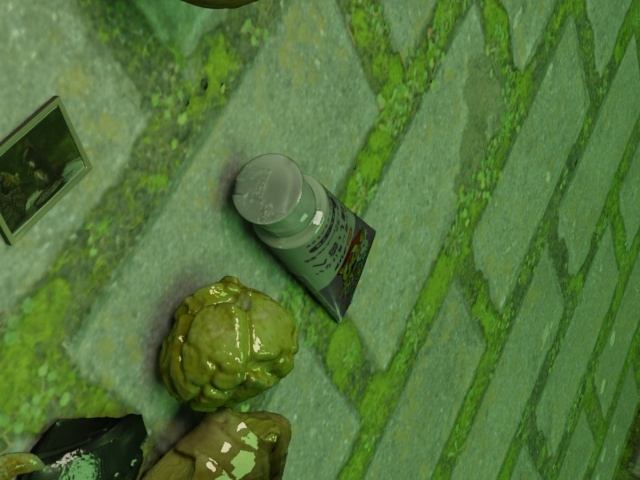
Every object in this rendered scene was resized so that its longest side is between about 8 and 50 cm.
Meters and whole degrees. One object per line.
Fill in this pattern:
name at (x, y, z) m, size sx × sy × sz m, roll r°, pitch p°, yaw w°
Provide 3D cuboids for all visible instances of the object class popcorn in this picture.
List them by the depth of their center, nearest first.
popcorn at (-0.080, 0.087, 0.839) m, size 0.120 × 0.116 × 0.106 m, roll -25°, pitch 96°, yaw -6°

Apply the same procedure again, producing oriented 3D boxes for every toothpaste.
toothpaste at (0.000, 0.000, 0.974) m, size 0.114 × 0.073 × 0.299 m, roll -70°, pitch 157°, yaw -11°

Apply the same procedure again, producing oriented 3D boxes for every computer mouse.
computer mouse at (-0.172, 0.176, 0.765) m, size 0.135 × 0.047 × 0.079 m, roll -7°, pitch 108°, yaw -60°

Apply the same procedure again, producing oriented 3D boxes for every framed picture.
framed picture at (-0.196, -0.048, 0.677) m, size 0.089 × 0.006 × 0.066 m, roll -52°, pitch 141°, yaw -36°

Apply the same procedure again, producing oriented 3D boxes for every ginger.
ginger at (-0.129, 0.247, 0.835) m, size 0.294 × 0.086 × 0.131 m, roll -45°, pitch 150°, yaw -35°

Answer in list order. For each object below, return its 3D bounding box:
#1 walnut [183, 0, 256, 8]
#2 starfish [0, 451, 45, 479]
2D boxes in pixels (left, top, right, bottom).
walnut at (-0.088, -0.234, 0.663) m, size 0.166 × 0.149 × 0.166 m, roll 48°, pitch 28°, yaw -38°
starfish at (-0.287, 0.276, 0.502) m, size 0.358 × 0.078 × 0.347 m, roll -22°, pitch 142°, yaw -61°
